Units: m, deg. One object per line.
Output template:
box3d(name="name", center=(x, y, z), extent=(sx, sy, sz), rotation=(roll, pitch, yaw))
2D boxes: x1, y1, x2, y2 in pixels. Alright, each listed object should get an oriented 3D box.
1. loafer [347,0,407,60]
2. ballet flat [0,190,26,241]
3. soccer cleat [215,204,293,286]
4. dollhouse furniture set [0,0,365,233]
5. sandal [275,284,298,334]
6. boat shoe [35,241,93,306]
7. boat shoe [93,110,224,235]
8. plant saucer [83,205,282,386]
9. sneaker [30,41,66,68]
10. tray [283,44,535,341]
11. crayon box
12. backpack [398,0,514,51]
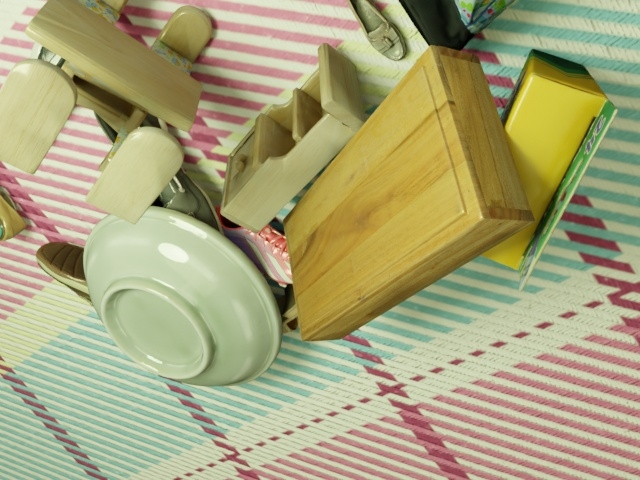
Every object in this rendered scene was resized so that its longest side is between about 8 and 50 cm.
box3d(name="loafer", center=(0.076, -0.310, 0.809), extent=(0.045, 0.039, 0.125), rotation=(-34, 98, 28))
box3d(name="ballet flat", center=(-0.698, -0.101, 1.162), extent=(0.080, 0.073, 0.232), rotation=(-33, 93, 33))
box3d(name="soccer cleat", center=(-0.087, 0.008, 0.962), extent=(0.248, 0.083, 0.095), rotation=(18, 127, 31))
box3d(name="dollhouse furniture set", center=(-0.171, -0.219, 0.770), extent=(0.394, 0.362, 0.256), rotation=(30, 125, -27))
box3d(name="sandal", center=(-0.067, 0.145, 1.038), extent=(0.079, 0.088, 0.240), rotation=(27, 140, -27))
box3d(name="boat shoe", center=(-0.468, 0.095, 1.154), extent=(0.257, 0.095, 0.095), rotation=(26, 125, 7))
box3d(name="boat shoe", center=(-0.280, -0.099, 0.964), extent=(0.112, 0.095, 0.335), rotation=(-27, 90, 41))
box3d(name="plant saucer", center=(-0.267, 0.134, 0.988), extent=(0.400, 0.100, 0.400), rotation=(12, 127, 16))
box3d(name="sneaker", center=(-0.465, -0.245, 1.008), extent=(0.121, 0.079, 0.217), rotation=(29, 118, 7))
box3d(name="tray", center=(0.069, -0.025, 0.718), extent=(0.411, 0.076, 0.203), rotation=(-45, 49, 54))
box3d(name="crayon box", center=(0.247, -0.105, 0.676), extent=(0.083, 0.323, 0.203), rotation=(22, 118, 9))
box3d(name="backpack", center=(0.207, -0.422, 0.613), extent=(0.355, 0.273, 0.290), rotation=(-32, 98, 17))
